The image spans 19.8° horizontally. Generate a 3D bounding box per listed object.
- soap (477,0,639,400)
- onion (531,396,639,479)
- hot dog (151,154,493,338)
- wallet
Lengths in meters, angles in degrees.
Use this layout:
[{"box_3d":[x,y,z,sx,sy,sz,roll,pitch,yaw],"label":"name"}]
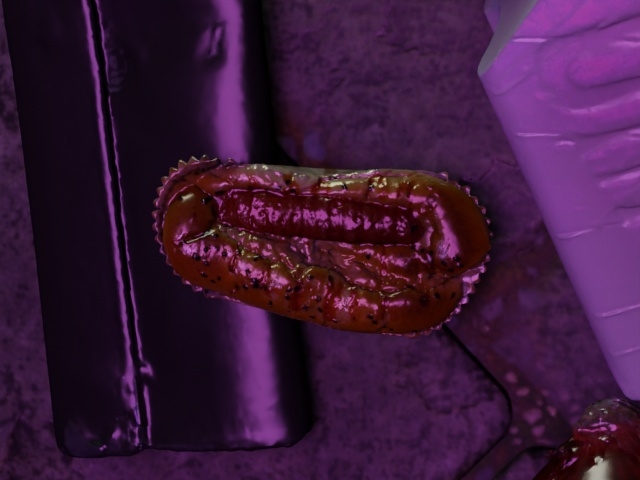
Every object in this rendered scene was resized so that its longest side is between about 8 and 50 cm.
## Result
[{"box_3d":[0.236,-0.080,1.198,0.208,0.115,0.347,-17,116,21],"label":"soap"},{"box_3d":[0.215,0.182,1.264,0.184,0.184,0.147,-9,107,22],"label":"onion"},{"box_3d":[0.000,0.000,1.363,0.253,0.069,0.131,9,94,1],"label":"hot dog"},{"box_3d":[-0.133,-0.034,1.453,0.228,0.062,0.406,-6,92,21],"label":"wallet"}]
